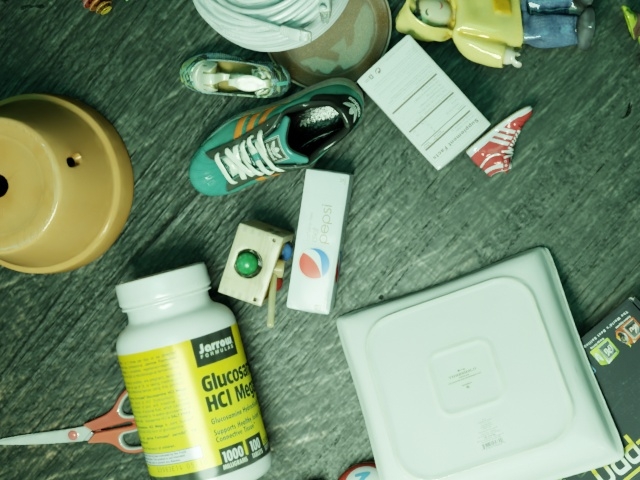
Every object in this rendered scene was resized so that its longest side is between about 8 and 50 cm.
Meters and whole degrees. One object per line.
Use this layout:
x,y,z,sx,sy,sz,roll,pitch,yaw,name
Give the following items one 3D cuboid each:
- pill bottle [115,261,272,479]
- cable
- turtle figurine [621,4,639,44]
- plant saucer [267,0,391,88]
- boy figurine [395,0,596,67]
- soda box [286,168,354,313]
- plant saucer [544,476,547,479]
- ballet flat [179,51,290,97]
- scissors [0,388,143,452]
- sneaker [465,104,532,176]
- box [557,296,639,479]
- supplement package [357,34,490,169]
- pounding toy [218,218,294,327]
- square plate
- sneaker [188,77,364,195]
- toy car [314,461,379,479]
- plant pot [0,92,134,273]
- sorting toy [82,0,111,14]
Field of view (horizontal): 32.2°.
-0.201,0.210,1.682,0.187,0.188,0.334,-15,92,9,pill bottle
-0.070,-0.408,1.641,0.257,0.089,0.257,10,82,23,cable
0.553,-0.344,1.595,0.217,0.087,0.270,-23,68,12,turtle figurine
0.011,-0.326,1.694,0.198,0.036,0.199,0,94,7,plant saucer
0.254,-0.340,1.627,0.285,0.092,0.177,3,77,4,boy figurine
0.000,0.000,1.698,0.069,0.074,0.216,8,95,7,soda box
0.237,0.332,1.613,0.192,0.018,0.067,15,80,33,plant saucer
-0.140,-0.250,1.688,0.188,0.070,0.070,4,94,20,ballet flat
-0.382,0.322,1.799,0.297,0.021,0.109,-22,92,7,scissors
0.284,-0.146,1.665,0.118,0.042,0.067,-39,84,16,sneaker
0.408,0.325,1.592,0.395,0.097,0.318,-41,61,8,box
0.155,-0.202,1.648,0.105,0.105,0.179,-42,88,6,supplement package
-0.088,0.047,1.679,0.100,0.141,0.130,19,96,6,pounding toy
0.219,0.205,1.619,0.347,0.049,0.344,-20,62,9,square plate
-0.076,-0.147,1.659,0.302,0.121,0.108,-27,106,15,sneaker
0.077,0.452,1.635,0.219,0.238,0.210,-11,92,8,toy car
-0.453,-0.084,1.691,0.290,0.203,0.291,1,95,7,plant pot
-0.325,-0.388,1.724,0.102,0.061,0.042,-39,88,31,sorting toy
